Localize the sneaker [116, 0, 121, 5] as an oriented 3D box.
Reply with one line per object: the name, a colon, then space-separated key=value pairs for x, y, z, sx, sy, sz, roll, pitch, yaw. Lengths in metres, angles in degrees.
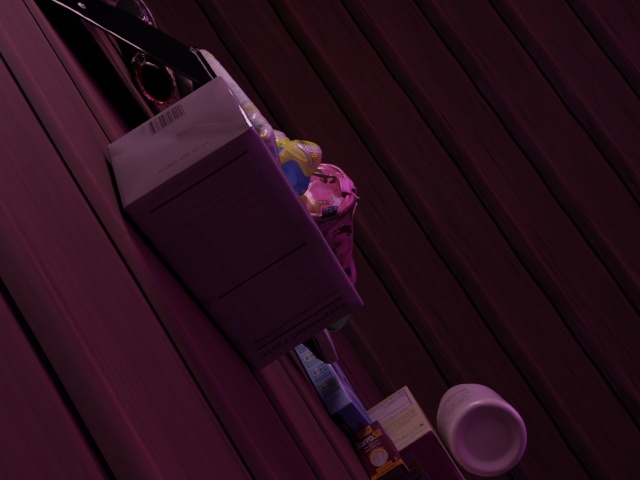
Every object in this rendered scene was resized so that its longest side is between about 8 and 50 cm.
sneaker: x=-0.401 y=-0.493 z=1.536 sx=0.321 sy=0.126 sz=0.127 roll=55 pitch=5 yaw=35

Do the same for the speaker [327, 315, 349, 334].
speaker: x=-0.023 y=0.089 z=1.514 sx=0.131 sy=0.131 sz=0.296 roll=57 pitch=0 yaw=20

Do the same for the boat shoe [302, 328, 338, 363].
boat shoe: x=-0.047 y=0.100 z=1.249 sx=0.219 sy=0.070 sz=0.078 roll=59 pitch=1 yaw=-22

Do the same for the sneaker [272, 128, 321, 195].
sneaker: x=-0.097 y=-0.151 z=1.685 sx=0.091 sy=0.126 sz=0.240 roll=6 pitch=13 yaw=-38

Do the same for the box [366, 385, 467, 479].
box: x=0.173 y=0.397 z=1.471 sx=0.213 sy=0.117 sz=0.243 roll=57 pitch=1 yaw=-9

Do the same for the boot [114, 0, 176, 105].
boot: x=-0.337 y=-0.368 z=1.612 sx=0.236 sy=0.085 sz=0.178 roll=66 pitch=-4 yaw=-23

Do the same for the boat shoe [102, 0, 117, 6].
boat shoe: x=-0.355 y=-0.397 z=1.268 sx=0.137 sy=0.043 sz=0.049 roll=28 pitch=14 yaw=-6

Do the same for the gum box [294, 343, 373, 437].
gum box: x=0.023 y=0.235 z=1.380 sx=0.184 sy=0.041 sz=0.157 roll=56 pitch=0 yaw=43

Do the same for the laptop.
laptop: x=-0.275 y=-0.199 z=1.295 sx=0.382 sy=0.236 sz=0.408 roll=-122 pitch=-153 yaw=-65

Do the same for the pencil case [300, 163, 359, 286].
pencil case: x=0.000 y=0.000 z=1.997 sx=0.167 sy=0.160 sz=0.386 roll=36 pitch=-29 yaw=26

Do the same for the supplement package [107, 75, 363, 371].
supplement package: x=-0.082 y=-0.012 z=0.859 sx=0.244 sy=0.139 sz=0.134 roll=58 pitch=0 yaw=-36

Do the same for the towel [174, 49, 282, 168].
towel: x=-0.160 y=-0.149 z=1.614 sx=0.374 sy=0.090 sz=0.320 roll=52 pitch=-19 yaw=45

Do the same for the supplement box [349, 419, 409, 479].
supplement box: x=0.089 y=0.324 z=1.299 sx=0.083 sy=0.055 sz=0.043 roll=56 pitch=-1 yaw=40

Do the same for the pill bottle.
pill bottle: x=0.275 y=0.324 z=1.521 sx=0.131 sy=0.131 sz=0.229 roll=57 pitch=0 yaw=-1
